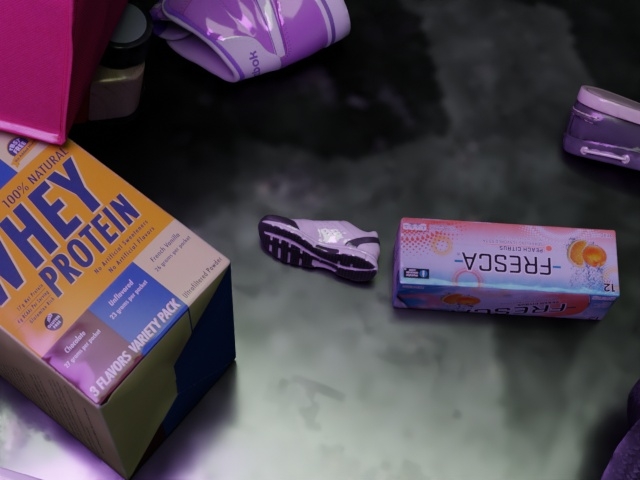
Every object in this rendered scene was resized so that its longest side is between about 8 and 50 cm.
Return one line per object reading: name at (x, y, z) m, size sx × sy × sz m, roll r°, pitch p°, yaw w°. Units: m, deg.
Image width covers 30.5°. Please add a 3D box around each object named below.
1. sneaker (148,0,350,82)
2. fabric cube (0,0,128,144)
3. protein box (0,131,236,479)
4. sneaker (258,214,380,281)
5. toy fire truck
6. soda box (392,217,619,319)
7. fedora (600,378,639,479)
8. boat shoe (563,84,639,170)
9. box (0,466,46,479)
sneaker at (-0.110, -0.272, 1.081) m, size 0.161 × 0.102 × 0.282 m, roll -28°, pitch 70°, yaw -11°
fabric cube at (-0.249, -0.268, 0.803) m, size 0.254 × 0.259 × 0.258 m, roll 16°, pitch 45°, yaw -4°
protein box at (-0.183, 0.043, 0.877) m, size 0.201 × 0.200 × 0.136 m, roll 36°, pitch 68°, yaw 13°
sneaker at (0.000, 0.000, 1.000) m, size 0.109 × 0.040 × 0.044 m, roll 19°, pitch 50°, yaw 2°
toy fire truck at (-0.288, -0.190, 1.023) m, size 0.246 × 0.158 × 0.217 m, roll -10°, pitch 67°, yaw -18°
soda box at (0.153, 0.025, 0.981) m, size 0.183 × 0.058 × 0.063 m, roll 4°, pitch 66°, yaw 0°
fedora at (0.353, 0.141, 0.866) m, size 0.333 × 0.334 × 0.152 m, roll -3°, pitch 32°, yaw -4°
boat shoe at (0.315, -0.071, 1.044) m, size 0.206 × 0.075 × 0.065 m, roll 23°, pitch 109°, yaw 2°
box at (-0.255, 0.231, 0.848) m, size 0.170 × 0.091 × 0.130 m, roll 16°, pitch 66°, yaw 4°
